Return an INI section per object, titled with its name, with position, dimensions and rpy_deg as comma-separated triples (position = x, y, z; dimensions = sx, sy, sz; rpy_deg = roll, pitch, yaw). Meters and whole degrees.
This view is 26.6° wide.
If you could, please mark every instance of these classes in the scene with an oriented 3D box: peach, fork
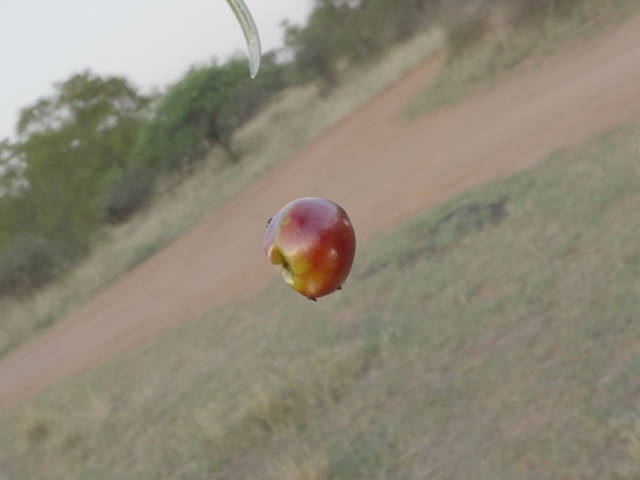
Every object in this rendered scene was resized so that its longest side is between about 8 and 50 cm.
[peach]
position = -0.001, 0.001, 1.254
dimensions = 0.098, 0.098, 0.061
rpy_deg = -37, -4, -36
[fork]
position = -0.089, -0.217, 0.992
dimensions = 0.028, 0.219, 0.034
rpy_deg = -15, -11, -35

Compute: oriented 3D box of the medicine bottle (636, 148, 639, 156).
[medicine bottle]
position = 0.427, -0.057, 1.281
dimensions = 0.171, 0.201, 0.052
rpy_deg = -38, -28, 9
